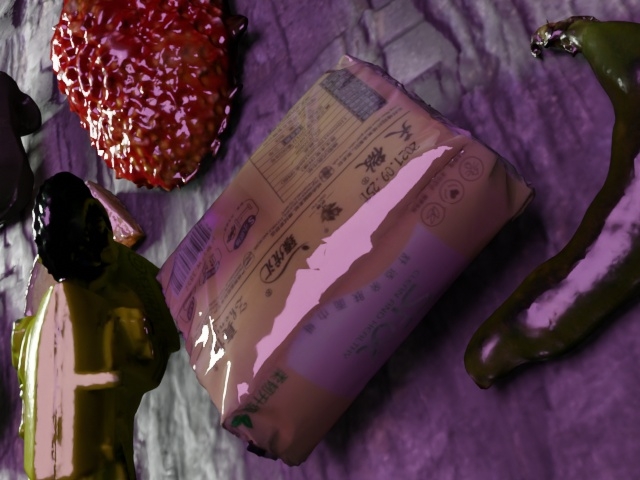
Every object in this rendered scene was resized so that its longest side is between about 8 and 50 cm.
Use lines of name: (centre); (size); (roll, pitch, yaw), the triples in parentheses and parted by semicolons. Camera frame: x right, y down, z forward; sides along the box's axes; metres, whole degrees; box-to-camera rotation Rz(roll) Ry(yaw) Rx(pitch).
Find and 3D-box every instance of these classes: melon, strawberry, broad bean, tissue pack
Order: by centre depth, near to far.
broad bean: (0.181, -0.038, 0.599); (0.144, 0.049, 0.292); (-6, 61, 46)
tissue pack: (0.000, 0.000, 0.662); (0.257, 0.123, 0.215); (-52, 37, 10)
strawberry: (-0.188, -0.201, 0.938); (0.233, 0.137, 0.306); (-44, 45, 11)
melon: (-0.266, 0.030, 0.949); (0.182, 0.054, 0.098); (-47, 61, 10)

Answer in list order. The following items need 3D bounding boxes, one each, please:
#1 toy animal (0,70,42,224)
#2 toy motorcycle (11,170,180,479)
toy animal: (-0.417, -0.112, 1.113); (0.146, 0.114, 0.245); (-37, 69, 27)
toy motorcycle: (-0.184, 0.127, 0.731); (0.142, 0.206, 0.342); (-8, 75, 15)
